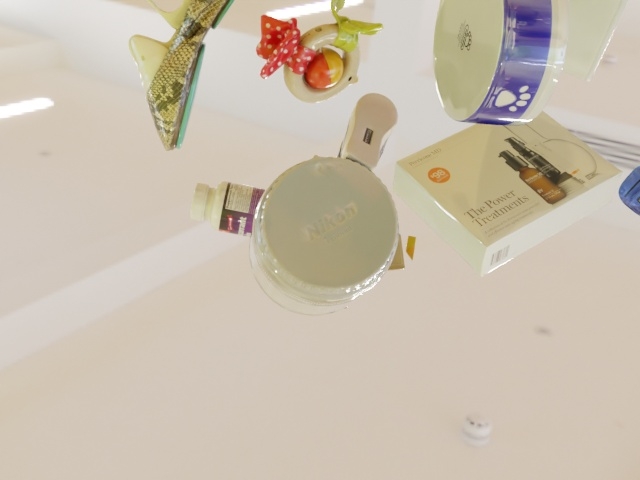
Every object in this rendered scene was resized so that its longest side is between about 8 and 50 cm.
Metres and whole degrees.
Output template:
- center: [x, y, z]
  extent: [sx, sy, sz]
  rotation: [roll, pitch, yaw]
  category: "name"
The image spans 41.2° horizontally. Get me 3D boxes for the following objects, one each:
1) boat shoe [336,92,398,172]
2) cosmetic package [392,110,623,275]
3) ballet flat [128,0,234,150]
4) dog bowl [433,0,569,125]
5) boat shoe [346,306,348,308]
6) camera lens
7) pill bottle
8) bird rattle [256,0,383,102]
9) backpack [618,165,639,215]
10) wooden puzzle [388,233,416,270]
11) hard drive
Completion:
- center: [0.099, -0.245, 2.236]
  extent: [0.127, 0.158, 0.340]
  rotation: [31, -137, -5]
  category: "boat shoe"
- center: [0.384, -0.122, 1.765]
  extent: [0.377, 0.097, 0.284]
  rotation: [-27, -128, -23]
  category: "cosmetic package"
- center: [-0.269, -0.426, 1.680]
  extent: [0.182, 0.483, 0.164]
  rotation: [23, -171, -12]
  category: "ballet flat"
- center: [0.270, -0.311, 1.316]
  extent: [0.104, 0.265, 0.265]
  rotation: [0, -154, -14]
  category: "dog bowl"
- center: [0.004, 0.079, 1.586]
  extent: [0.056, 0.049, 0.152]
  rotation: [-2, 149, 44]
  category: "boat shoe"
- center: [0.000, 0.000, 1.340]
  extent: [0.219, 0.219, 0.274]
  rotation: [3, 169, -6]
  category: "camera lens"
- center: [-0.174, -0.066, 1.806]
  extent: [0.193, 0.108, 0.108]
  rotation: [11, -155, -4]
  category: "pill bottle"
- center: [-0.001, -0.346, 1.618]
  extent: [0.253, 0.207, 0.143]
  rotation: [-34, -128, -21]
  category: "bird rattle"
- center: [0.601, -0.081, 1.527]
  extent: [0.120, 0.098, 0.101]
  rotation: [51, -152, 22]
  category: "backpack"
- center: [0.127, 0.024, 1.641]
  extent: [0.116, 0.078, 0.014]
  rotation: [1, 164, -3]
  category: "wooden puzzle"
- center: [0.489, -0.451, 1.708]
  extent: [0.203, 0.307, 0.040]
  rotation: [28, -105, 13]
  category: "hard drive"
